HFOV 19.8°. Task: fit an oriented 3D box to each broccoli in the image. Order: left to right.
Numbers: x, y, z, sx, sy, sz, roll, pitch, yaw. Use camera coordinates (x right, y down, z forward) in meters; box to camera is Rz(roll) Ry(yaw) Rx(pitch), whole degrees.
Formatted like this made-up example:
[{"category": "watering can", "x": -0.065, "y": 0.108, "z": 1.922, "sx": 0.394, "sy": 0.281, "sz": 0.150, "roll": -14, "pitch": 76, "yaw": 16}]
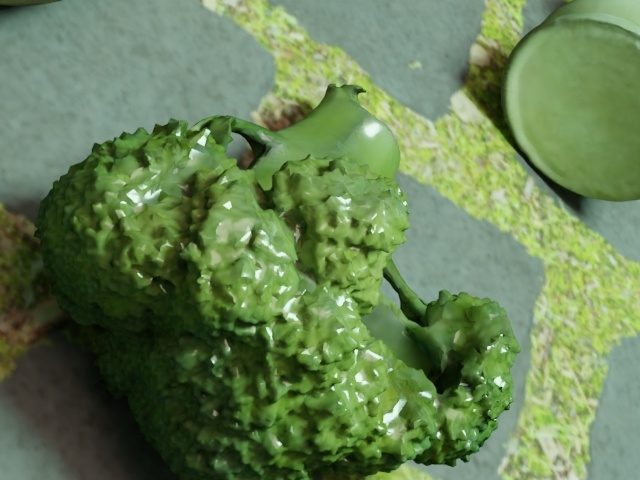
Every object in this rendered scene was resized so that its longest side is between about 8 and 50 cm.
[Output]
[{"category": "broccoli", "x": 0.010, "y": 0.016, "z": 1.037, "sx": 0.302, "sy": 0.186, "sz": 0.254, "roll": -28, "pitch": 75, "yaw": -37}]

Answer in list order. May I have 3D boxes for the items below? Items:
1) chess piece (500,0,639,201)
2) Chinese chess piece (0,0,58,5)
[{"category": "chess piece", "x": 0.245, "y": -0.150, "z": 1.353, "sx": 0.144, "sy": 0.144, "sz": 0.251, "roll": 48, "pitch": 42, "yaw": -6}, {"category": "Chinese chess piece", "x": -0.196, "y": -0.259, "z": 1.068, "sx": 0.257, "sy": 0.104, "sz": 0.257, "roll": 25, "pitch": 44, "yaw": -27}]
